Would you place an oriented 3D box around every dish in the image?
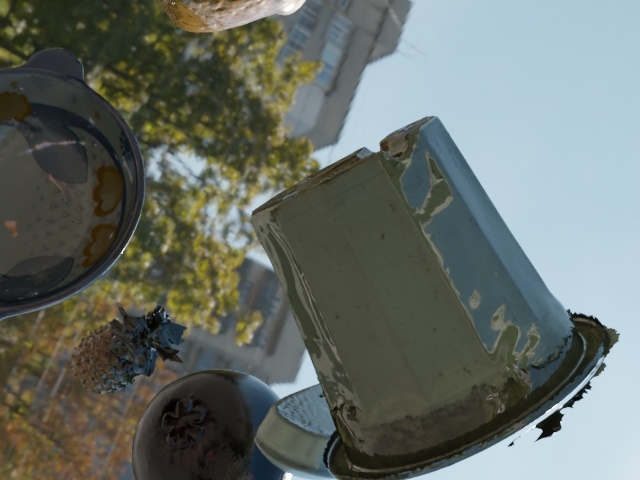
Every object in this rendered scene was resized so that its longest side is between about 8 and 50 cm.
[{"bbox_3d":[-0.252,-0.035,0.788,0.236,0.228,0.086,-51,173,-21],"label":"dish"}]

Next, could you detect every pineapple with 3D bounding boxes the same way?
[{"bbox_3d":[-0.303,0.167,1.551,0.251,0.125,0.125,-27,-139,47],"label":"pineapple"}]

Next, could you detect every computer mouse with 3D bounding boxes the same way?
[{"bbox_3d":[0.004,0.247,1.264,0.128,0.231,0.079,27,-71,28],"label":"computer mouse"}]

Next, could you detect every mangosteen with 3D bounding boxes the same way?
[{"bbox_3d":[-0.168,0.370,1.726,0.297,0.313,0.297,-14,-111,42],"label":"mangosteen"}]

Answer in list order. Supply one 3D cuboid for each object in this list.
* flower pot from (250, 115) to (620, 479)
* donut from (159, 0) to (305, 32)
[{"bbox_3d":[0.076,0.043,0.870,0.290,0.259,0.290,-29,-174,3],"label":"flower pot"},{"bbox_3d":[-0.112,-0.321,0.831,0.150,0.317,0.299,-26,-132,-2],"label":"donut"}]
